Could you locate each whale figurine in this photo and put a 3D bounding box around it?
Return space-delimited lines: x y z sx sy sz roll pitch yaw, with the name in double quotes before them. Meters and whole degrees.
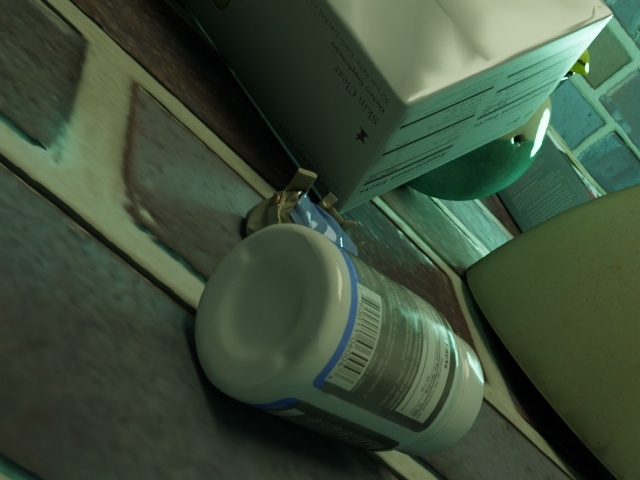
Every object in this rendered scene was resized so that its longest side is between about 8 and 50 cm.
"whale figurine" 0.102 -0.133 1.047 0.216 0.141 0.272 -3 27 -38

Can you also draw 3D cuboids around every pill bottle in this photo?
"pill bottle" 0.015 0.052 0.470 0.137 0.078 0.078 33 24 -47

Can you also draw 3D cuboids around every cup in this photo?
"cup" 0.328 0.071 0.928 0.331 0.237 0.331 43 13 -12

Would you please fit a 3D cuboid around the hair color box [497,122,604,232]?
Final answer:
"hair color box" 0.344 -0.076 1.552 0.185 0.113 0.374 35 22 -42

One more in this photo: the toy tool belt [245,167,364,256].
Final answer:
"toy tool belt" 0.000 0.000 0.588 0.083 0.051 0.052 44 18 -23

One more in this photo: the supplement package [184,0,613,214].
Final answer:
"supplement package" 0.037 -0.189 0.765 0.204 0.145 0.262 -27 73 -29

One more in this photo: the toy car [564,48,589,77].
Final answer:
"toy car" 0.162 -0.223 1.091 0.239 0.053 0.225 21 2 4

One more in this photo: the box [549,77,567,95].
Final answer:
"box" 0.138 -0.269 1.292 0.293 0.073 0.295 -25 75 -45
